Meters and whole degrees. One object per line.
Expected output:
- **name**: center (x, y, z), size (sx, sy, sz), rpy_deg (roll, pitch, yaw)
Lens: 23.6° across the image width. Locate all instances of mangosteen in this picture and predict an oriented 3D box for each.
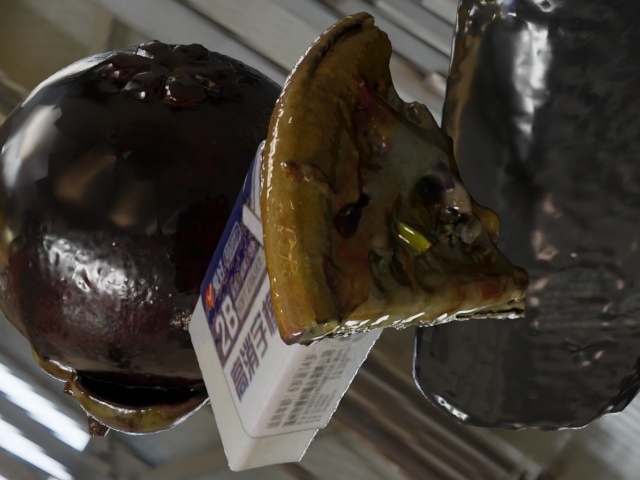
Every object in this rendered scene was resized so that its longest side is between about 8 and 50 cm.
- **mangosteen**: center (-0.137, 0.009, 1.264), size (0.306, 0.347, 0.307), rpy_deg (9, -150, -5)

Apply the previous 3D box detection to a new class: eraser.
- **eraser**: center (-0.024, 0.044, 0.970), size (0.068, 0.210, 0.124), rpy_deg (-7, -123, -24)

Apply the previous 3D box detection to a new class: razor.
- **razor**: center (0.153, -0.038, 0.875), size (0.189, 0.327, 0.107), rpy_deg (-2, -146, -13)

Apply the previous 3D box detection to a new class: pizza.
- **pizza**: center (0.041, -0.002, 0.719), size (0.176, 0.036, 0.185), rpy_deg (40, -134, -21)
